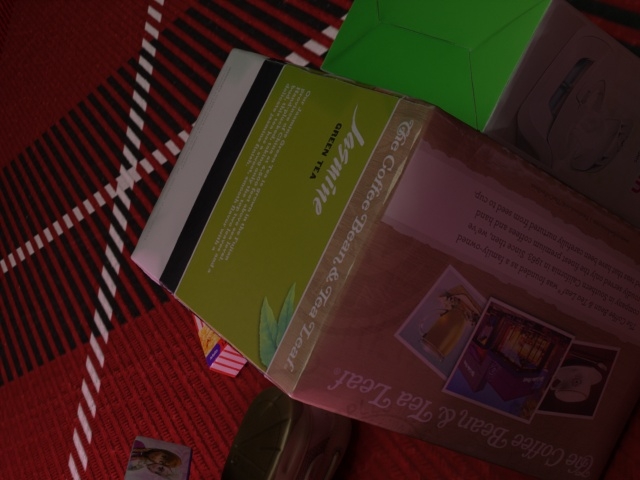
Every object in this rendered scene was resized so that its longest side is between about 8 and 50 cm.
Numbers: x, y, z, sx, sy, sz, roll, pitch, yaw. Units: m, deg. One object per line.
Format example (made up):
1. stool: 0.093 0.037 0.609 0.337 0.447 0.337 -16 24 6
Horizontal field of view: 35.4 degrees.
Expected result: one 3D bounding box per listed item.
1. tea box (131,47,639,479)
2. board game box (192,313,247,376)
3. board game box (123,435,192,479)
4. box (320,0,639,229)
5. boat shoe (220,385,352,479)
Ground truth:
1. tea box: 0.070 0.020 0.853 0.323 0.329 0.220 31 95 55
2. board game box: -0.112 0.061 1.331 0.146 0.045 0.193 -52 36 20
3. board game box: -0.193 0.398 0.924 0.318 0.066 0.317 -97 22 -71
4. box: 0.168 -0.129 0.897 0.126 0.231 0.262 -63 33 6
5. boat shoe: -0.068 0.325 1.052 0.122 0.110 0.341 31 96 55
